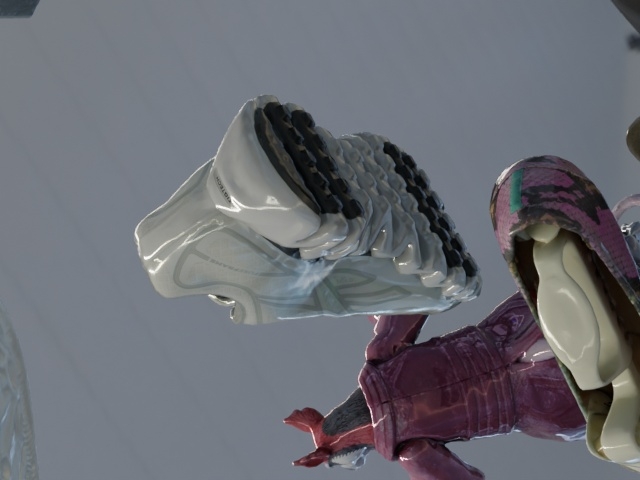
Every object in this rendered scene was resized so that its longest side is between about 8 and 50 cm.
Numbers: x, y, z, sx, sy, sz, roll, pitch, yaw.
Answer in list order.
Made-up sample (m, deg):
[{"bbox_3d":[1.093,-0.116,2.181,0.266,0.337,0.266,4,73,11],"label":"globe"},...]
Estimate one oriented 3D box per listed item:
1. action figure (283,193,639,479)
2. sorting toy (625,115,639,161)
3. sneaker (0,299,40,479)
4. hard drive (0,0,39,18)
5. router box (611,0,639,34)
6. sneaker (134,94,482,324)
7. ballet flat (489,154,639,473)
[{"bbox_3d":[0.149,0.137,1.485,0.276,0.370,0.248,124,126,-76],"label":"action figure"},{"bbox_3d":[0.286,0.070,0.825,0.307,0.041,0.229,39,-175,-37],"label":"sorting toy"},{"bbox_3d":[-0.355,0.190,1.342,0.130,0.236,0.323,-61,-37,-71],"label":"sneaker"},{"bbox_3d":[-0.344,-0.271,1.731,0.135,0.094,0.022,-9,-125,-45],"label":"hard drive"},{"bbox_3d":[0.307,-0.091,0.848,0.309,0.081,0.243,50,159,4],"label":"router box"},{"bbox_3d":[0.000,0.000,0.977,0.292,0.118,0.110,19,-142,-58],"label":"sneaker"},{"bbox_3d":[0.147,0.060,0.839,0.221,0.077,0.079,57,-148,-21],"label":"ballet flat"}]
